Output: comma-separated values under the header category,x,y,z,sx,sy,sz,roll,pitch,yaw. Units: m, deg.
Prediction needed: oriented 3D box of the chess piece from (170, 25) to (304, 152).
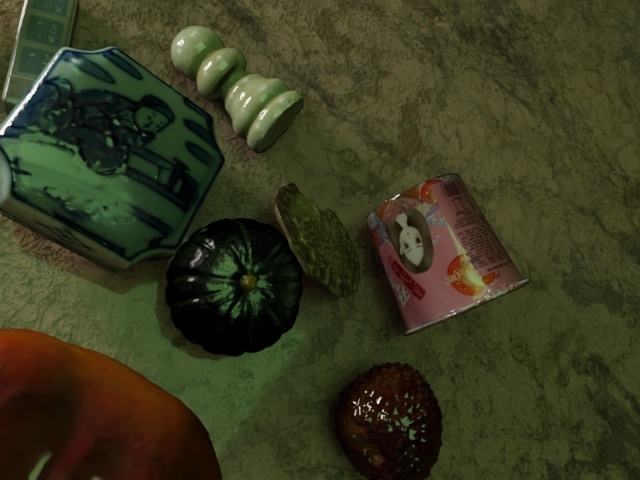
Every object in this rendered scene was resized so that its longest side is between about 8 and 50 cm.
category,x,y,z,sx,sy,sz,roll,pitch,yaw
chess piece,-0.161,-0.282,0.928,0.243,0.133,0.133,41,64,0

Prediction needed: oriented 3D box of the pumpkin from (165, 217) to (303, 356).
category,x,y,z,sx,sy,sz,roll,pitch,yaw
pumpkin,-0.131,0.072,0.813,0.221,0.162,0.220,4,80,-21

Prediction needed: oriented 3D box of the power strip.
category,x,y,z,sx,sy,sz,roll,pitch,yaw
power strip,-0.451,-0.312,0.842,0.078,0.052,0.271,9,72,-22

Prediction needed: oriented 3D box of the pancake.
category,x,y,z,sx,sy,sz,roll,pitch,yaw
pancake,0.000,0.000,0.887,0.235,0.029,0.211,41,30,-37

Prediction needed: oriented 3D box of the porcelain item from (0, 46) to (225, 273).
category,x,y,z,sx,sy,sz,roll,pitch,yaw
porcelain item,-0.308,-0.115,0.764,0.281,0.157,0.285,36,65,-26

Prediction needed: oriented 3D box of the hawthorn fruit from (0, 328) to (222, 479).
category,x,y,z,sx,sy,sz,roll,pitch,yaw
hawthorn fruit,-0.329,0.325,0.510,0.472,0.472,0.471,6,74,-21

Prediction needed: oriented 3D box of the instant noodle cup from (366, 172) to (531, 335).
category,x,y,z,sx,sy,sz,roll,pitch,yaw
instant noodle cup,0.215,0.023,0.939,0.243,0.243,0.231,-19,77,-26

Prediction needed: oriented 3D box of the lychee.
category,x,y,z,sx,sy,sz,roll,pitch,yaw
lychee,0.119,0.296,0.856,0.188,0.188,0.188,6,74,-21
